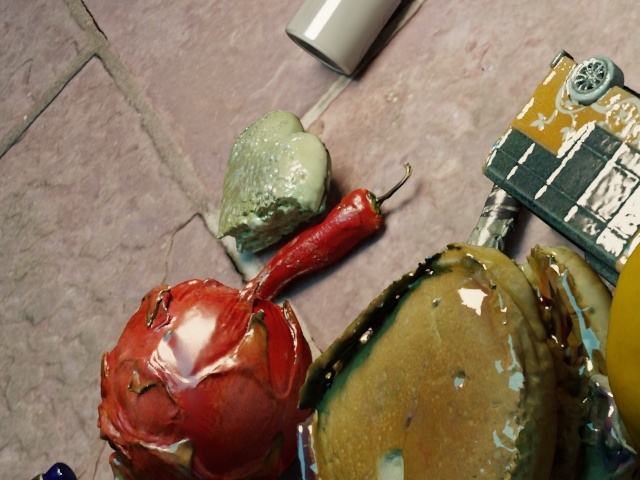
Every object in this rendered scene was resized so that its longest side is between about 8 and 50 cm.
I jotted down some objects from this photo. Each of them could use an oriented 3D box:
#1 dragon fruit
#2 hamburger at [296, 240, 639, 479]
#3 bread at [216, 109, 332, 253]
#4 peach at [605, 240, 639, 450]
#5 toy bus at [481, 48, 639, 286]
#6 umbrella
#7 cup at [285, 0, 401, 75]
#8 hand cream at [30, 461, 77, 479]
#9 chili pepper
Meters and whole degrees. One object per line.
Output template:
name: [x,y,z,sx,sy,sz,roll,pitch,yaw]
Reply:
dragon fruit: [-0.120,0.162,1.447,0.241,0.241,0.252,7,54,46]
hamburger: [0.126,0.170,1.202,0.318,0.195,0.276,-43,52,35]
bread: [-0.065,-0.066,1.645,0.172,0.064,0.232,-60,26,13]
peach: [0.325,0.080,1.063,0.153,0.251,0.251,15,75,50]
toy bus: [0.288,-0.043,1.262,0.167,0.138,0.275,-53,39,4]
umbrella: [0.171,0.002,1.415,0.046,0.050,0.188,17,74,27]
cup: [0.036,-0.275,1.705,0.099,0.136,0.133,33,89,15]
hand cream: [-0.359,0.332,1.698,0.163,0.039,0.062,-46,57,13]
chili pepper: [0.000,0.000,1.572,0.268,0.050,0.059,-36,60,21]
